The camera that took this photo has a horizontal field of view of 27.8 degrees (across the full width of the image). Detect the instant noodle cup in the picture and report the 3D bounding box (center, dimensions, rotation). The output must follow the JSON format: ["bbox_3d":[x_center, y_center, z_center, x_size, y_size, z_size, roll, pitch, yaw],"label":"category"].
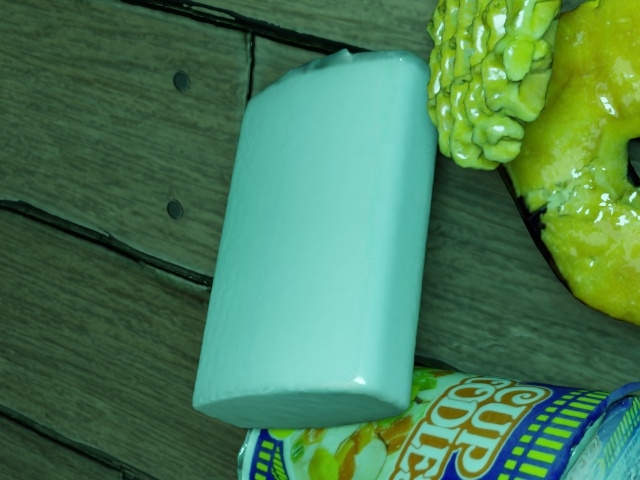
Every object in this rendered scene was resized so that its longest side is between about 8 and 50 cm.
[{"bbox_3d":[0.106,0.219,1.063,0.312,0.284,0.284,12,113,39],"label":"instant noodle cup"}]

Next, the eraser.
[{"bbox_3d":[0.000,0.000,1.045,0.189,0.104,0.290,-9,61,35],"label":"eraser"}]

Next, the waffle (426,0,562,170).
[{"bbox_3d":[0.125,-0.178,0.919,0.056,0.253,0.249,8,116,-8],"label":"waffle"}]

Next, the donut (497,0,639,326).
[{"bbox_3d":[0.246,-0.064,0.940,0.253,0.118,0.254,14,116,30],"label":"donut"}]
